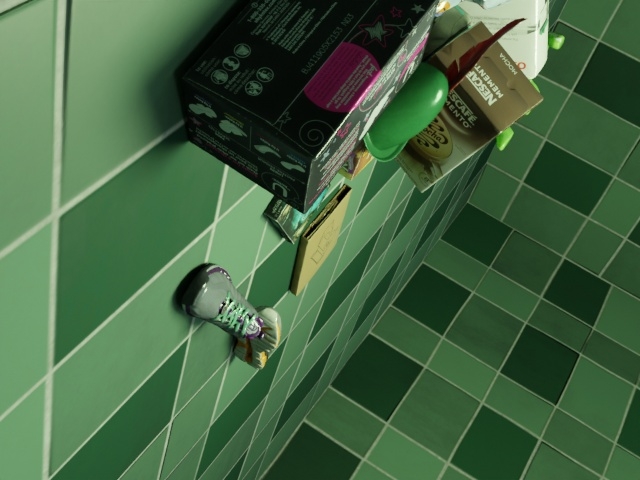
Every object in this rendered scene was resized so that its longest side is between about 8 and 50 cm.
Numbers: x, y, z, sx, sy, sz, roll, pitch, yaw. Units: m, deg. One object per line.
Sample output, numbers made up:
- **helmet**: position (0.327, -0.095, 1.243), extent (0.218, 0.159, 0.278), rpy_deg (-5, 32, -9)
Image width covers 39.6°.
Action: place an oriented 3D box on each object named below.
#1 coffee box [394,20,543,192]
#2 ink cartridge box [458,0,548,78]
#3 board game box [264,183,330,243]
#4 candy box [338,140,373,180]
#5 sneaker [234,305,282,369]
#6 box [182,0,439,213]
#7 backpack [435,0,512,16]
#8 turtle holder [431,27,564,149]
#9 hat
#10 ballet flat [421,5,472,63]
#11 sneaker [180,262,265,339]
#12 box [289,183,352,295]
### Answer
- **coffee box**: position (0.222, -0.221, 1.538), extent (0.119, 0.168, 0.297), rpy_deg (-38, 178, -25)
- **ink cartridge box**: position (0.301, -0.397, 1.513), extent (0.092, 0.160, 0.219), rpy_deg (-51, 143, -47)
- **board game box**: position (-0.034, -0.068, 1.460), extent (0.126, 0.026, 0.186), rpy_deg (-58, 168, -6)
- **candy box**: position (0.089, -0.188, 1.417), extent (0.187, 0.053, 0.109), rpy_deg (-45, 164, -40)
- **sneaker**: position (-0.106, 0.160, 1.614), extent (0.083, 0.084, 0.215), rpy_deg (-55, 177, -28)
- **box**: position (-0.010, -0.183, 0.951), extent (0.247, 0.163, 0.142), rpy_deg (-54, 171, -22)
- **backpack**: position (0.201, -0.433, 1.128), extent (0.276, 0.213, 0.263), rpy_deg (-41, 148, -47)
- **turtle holder**: position (0.335, -0.364, 1.745), extent (0.320, 0.227, 0.243), rpy_deg (-58, 167, -5)
- **hat**: position (0.175, -0.203, 1.281), extent (0.173, 0.184, 0.208), rpy_deg (-37, 131, -47)
- **ballet flat**: position (0.174, -0.334, 1.533), extent (0.213, 0.068, 0.072), rpy_deg (-39, -175, 46)
- **sneaker**: position (-0.130, 0.097, 1.301), extent (0.083, 0.098, 0.223), rpy_deg (-58, 168, -6)
- **box**: position (0.000, 0.000, 1.777), extent (0.164, 0.021, 0.201), rpy_deg (-51, 165, -33)
